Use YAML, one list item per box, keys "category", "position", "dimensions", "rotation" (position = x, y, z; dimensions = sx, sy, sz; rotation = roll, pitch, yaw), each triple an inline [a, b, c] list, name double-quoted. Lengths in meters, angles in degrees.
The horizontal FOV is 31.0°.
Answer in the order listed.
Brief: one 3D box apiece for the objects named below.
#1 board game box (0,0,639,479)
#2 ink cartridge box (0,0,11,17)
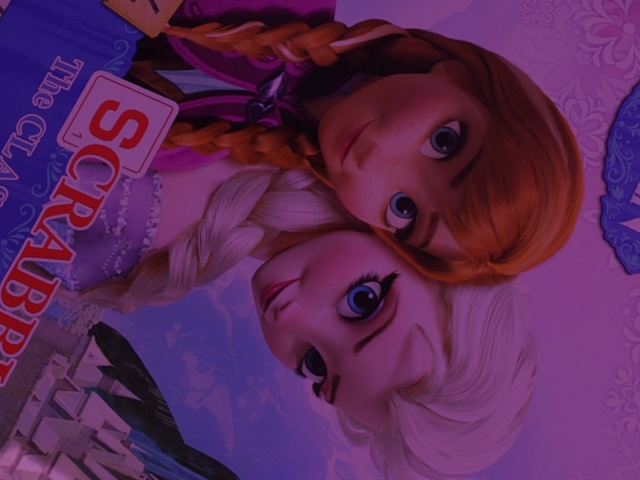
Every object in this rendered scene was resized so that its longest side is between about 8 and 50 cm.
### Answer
- category: "board game box"
  position: [0.000, 0.000, 0.479]
  dimensions: [0.318, 0.066, 0.319]
  rotation: [24, 73, 5]
- category: "ink cartridge box"
  position: [-0.269, -0.098, 0.627]
  dimensions: [0.211, 0.121, 0.289]
  rotation: [37, 63, -4]
